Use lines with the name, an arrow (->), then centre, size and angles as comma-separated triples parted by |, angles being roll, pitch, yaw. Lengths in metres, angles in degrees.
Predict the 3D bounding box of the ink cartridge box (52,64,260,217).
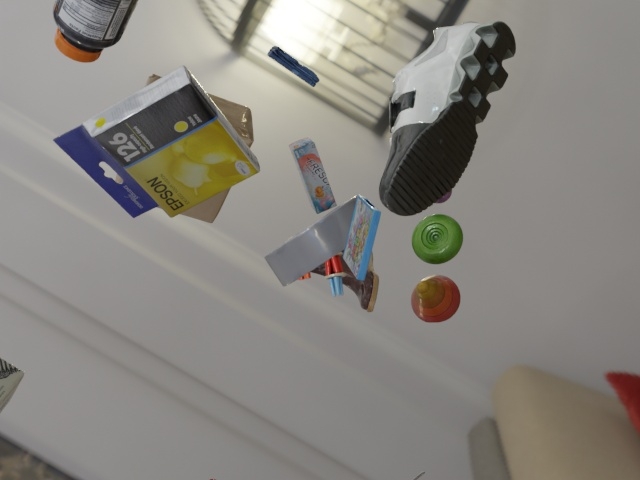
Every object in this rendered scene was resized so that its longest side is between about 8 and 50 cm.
ink cartridge box -> -0.326, -0.172, 2.041 | 0.307, 0.303, 0.072 | -29, 51, 8

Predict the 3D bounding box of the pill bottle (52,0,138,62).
pill bottle -> -0.385, -0.425, 1.742 | 0.245, 0.130, 0.130 | -52, 6, 39

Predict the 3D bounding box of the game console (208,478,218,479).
game console -> -0.179, 0.528, 1.820 | 0.085, 0.124, 0.144 | 109, -176, -54

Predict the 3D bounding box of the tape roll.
tape roll -> 0.000, 0.000, 1.933 | 0.219, 0.072, 0.219 | -33, 1, 1

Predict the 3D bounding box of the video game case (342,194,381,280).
video game case -> 0.069, -0.007, 1.718 | 0.166, 0.015, 0.119 | -121, 43, -77

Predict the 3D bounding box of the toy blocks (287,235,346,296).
toy blocks -> -0.005, 0.059, 2.291 | 0.054, 0.123, 0.148 | 129, 132, -75

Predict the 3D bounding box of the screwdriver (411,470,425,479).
screwdriver -> 0.100, 0.369, 1.432 | 0.025, 0.024, 0.170 | -4, -35, -51

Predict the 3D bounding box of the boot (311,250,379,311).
boot -> 0.042, 0.091, 2.634 | 0.248, 0.207, 0.090 | -96, 15, -52

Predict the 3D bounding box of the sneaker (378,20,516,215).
sneaker -> 0.155, -0.182, 1.483 | 0.146, 0.122, 0.330 | 15, 66, 41

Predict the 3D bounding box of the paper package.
paper package -> -0.372, -0.244, 2.725 | 0.168, 0.310, 0.324 | -91, 24, -47

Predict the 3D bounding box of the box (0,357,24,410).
box -> -0.693, 0.226, 1.828 | 0.094, 0.275, 0.113 | -54, 7, 27

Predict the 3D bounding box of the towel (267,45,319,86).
towel -> -0.057, -0.369, 2.122 | 0.029, 0.119, 0.067 | -56, 16, 6

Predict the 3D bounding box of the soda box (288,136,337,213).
soda box -> -0.019, -0.163, 2.511 | 0.058, 0.183, 0.063 | -24, 24, -6

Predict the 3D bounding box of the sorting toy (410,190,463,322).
sorting toy -> 0.261, 0.004, 2.370 | 0.126, 0.127, 0.365 | 40, -129, -63
